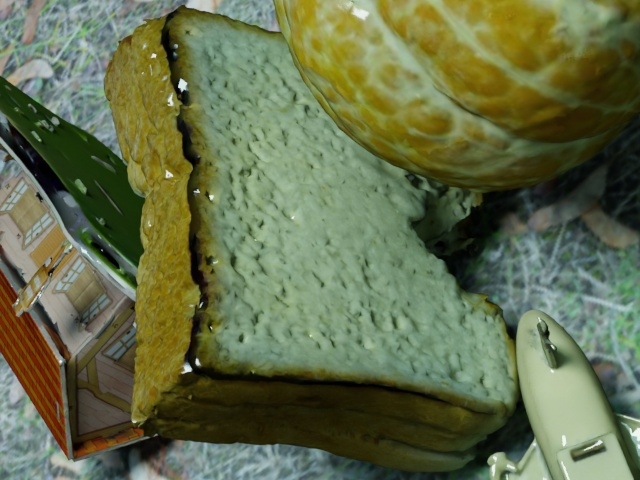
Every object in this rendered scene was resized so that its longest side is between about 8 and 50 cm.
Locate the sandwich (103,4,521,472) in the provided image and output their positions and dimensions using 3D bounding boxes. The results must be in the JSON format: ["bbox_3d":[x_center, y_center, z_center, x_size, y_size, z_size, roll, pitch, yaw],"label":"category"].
[{"bbox_3d":[-0.001,0.001,1.203,0.095,0.249,0.273,-48,40,44],"label":"sandwich"}]

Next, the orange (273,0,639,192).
[{"bbox_3d":[0.108,-0.189,1.125,0.329,0.249,0.329,-47,14,16],"label":"orange"}]

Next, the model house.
[{"bbox_3d":[-0.179,0.030,1.339,0.154,0.207,0.294,-49,47,8],"label":"model house"}]

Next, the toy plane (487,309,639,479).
[{"bbox_3d":[0.158,0.146,1.090,0.242,0.104,0.256,-21,68,4],"label":"toy plane"}]
